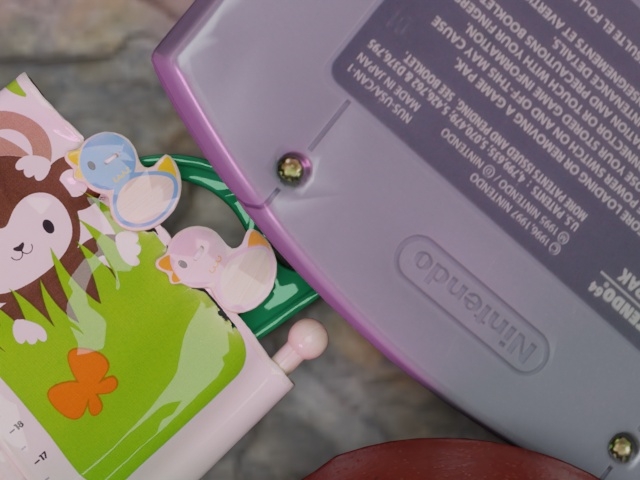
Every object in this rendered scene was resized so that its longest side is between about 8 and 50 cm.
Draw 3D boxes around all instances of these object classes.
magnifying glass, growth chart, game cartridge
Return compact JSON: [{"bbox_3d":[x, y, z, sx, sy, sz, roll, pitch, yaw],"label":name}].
[{"bbox_3d":[0.000,0.000,0.717,0.231,0.026,0.092,-9,89,-1],"label":"magnifying glass"},{"bbox_3d":[-0.130,0.021,0.694,0.237,0.021,0.172,37,95,4],"label":"growth chart"},{"bbox_3d":[0.090,-0.030,0.673,0.297,0.062,0.198,40,90,-17],"label":"game cartridge"}]

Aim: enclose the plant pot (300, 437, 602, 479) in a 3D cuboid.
[{"bbox_3d":[0.035,0.210,0.547,0.272,0.265,0.272,2,113,6],"label":"plant pot"}]
